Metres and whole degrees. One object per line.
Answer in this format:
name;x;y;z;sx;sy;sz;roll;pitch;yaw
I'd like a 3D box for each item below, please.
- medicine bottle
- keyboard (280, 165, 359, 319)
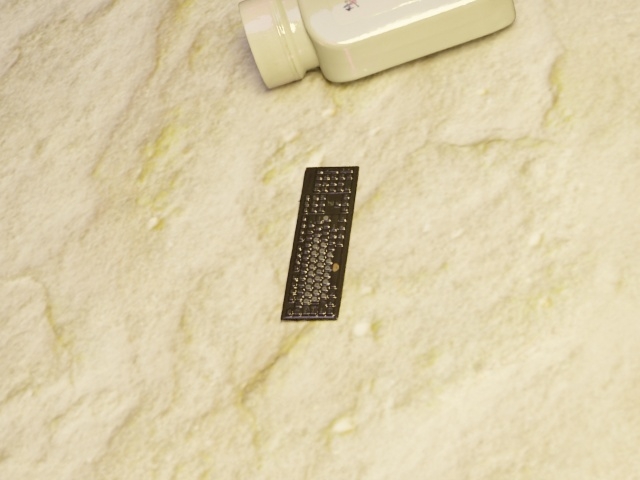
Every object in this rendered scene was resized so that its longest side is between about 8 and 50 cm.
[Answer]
medicine bottle;0.061;-0.269;1.594;0.296;0.111;0.161;-18;50;6
keyboard;0.000;0.000;1.474;0.063;0.010;0.198;-2;54;15
